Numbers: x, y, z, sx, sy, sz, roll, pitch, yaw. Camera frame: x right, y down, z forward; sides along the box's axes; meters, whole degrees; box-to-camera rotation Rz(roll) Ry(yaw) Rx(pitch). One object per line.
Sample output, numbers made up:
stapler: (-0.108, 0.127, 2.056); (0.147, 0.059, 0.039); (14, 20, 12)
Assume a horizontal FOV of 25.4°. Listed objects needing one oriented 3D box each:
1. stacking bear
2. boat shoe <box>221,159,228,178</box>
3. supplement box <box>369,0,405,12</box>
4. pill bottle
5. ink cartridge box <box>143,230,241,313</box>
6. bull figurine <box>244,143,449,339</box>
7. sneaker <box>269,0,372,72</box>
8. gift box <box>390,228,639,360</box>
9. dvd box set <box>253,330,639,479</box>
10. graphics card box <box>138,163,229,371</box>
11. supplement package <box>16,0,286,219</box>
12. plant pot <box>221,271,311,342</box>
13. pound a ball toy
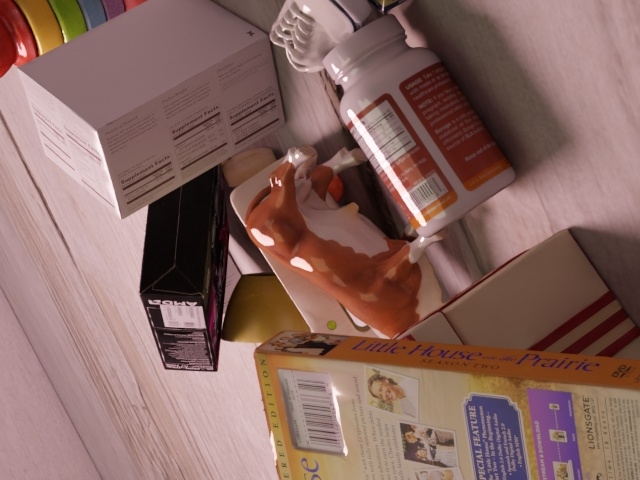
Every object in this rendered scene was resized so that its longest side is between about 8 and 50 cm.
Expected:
stacking bear: (-0.405, -0.313, 2.002); (0.164, 0.289, 0.175); (33, 146, 44)
boat shoe: (-0.182, -0.099, 2.121); (0.059, 0.063, 0.170); (58, 148, 9)
supplement box: (0.060, -0.291, 1.422); (0.083, 0.056, 0.083); (45, 153, 28)
pill bottle: (0.098, -0.121, 1.476); (0.216, 0.121, 0.121); (57, 156, 3)
ink cartridge box: (-0.202, 0.037, 2.299); (0.175, 0.072, 0.127); (60, 157, -6)
bull figurine: (0.055, 0.015, 1.663); (0.310, 0.101, 0.188); (29, 121, 6)
sneaker: (-0.005, -0.227, 1.474); (0.094, 0.091, 0.258); (45, 178, 12)
gift box: (0.182, 0.179, 1.505); (0.255, 0.258, 0.276); (54, 155, 8)
dvd box set: (0.142, 0.246, 1.340); (0.420, 0.062, 0.308); (1, 111, 36)
graphics card box: (-0.187, 0.029, 2.013); (0.371, 0.094, 0.233); (90, -176, -69)
supplement package: (-0.215, -0.185, 1.823); (0.204, 0.262, 0.145); (36, 148, 40)
plant pot: (-0.081, 0.097, 2.099); (0.134, 0.134, 0.095); (4, 96, 61)
pound a ball toy: (0.000, 0.000, 1.840); (0.319, 0.135, 0.208); (58, -178, 0)
